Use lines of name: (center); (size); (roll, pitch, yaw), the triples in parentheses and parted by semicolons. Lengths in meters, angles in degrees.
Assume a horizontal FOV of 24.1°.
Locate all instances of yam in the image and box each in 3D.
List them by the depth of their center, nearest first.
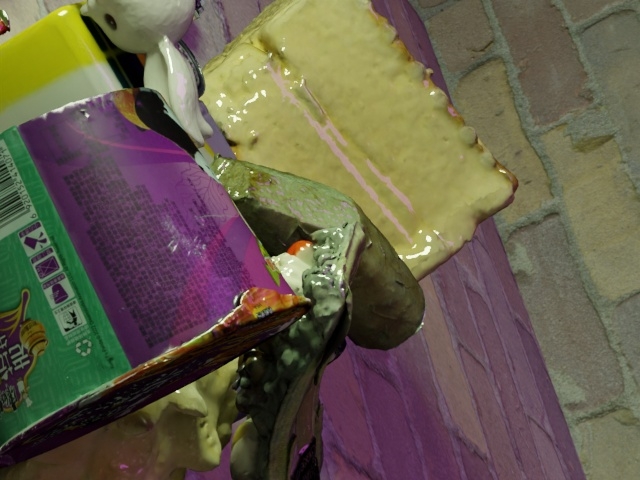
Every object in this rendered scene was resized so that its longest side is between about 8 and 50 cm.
yam: (0.000, 0.000, 1.450); (0.259, 0.106, 0.106); (49, 21, -37)

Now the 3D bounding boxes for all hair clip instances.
hair clip: (-0.031, 0.122, 1.232); (0.138, 0.091, 0.321); (-72, 174, -55)

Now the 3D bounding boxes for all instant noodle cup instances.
instant noodle cup: (-0.157, 0.019, 1.054); (0.190, 0.251, 0.251); (63, 16, 7)

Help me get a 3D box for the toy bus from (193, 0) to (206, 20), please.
toy bus: (-0.206, -0.348, 2.199); (0.052, 0.058, 0.102); (55, 13, -20)

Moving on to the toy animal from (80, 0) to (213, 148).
toy animal: (-0.161, -0.190, 1.359); (0.104, 0.131, 0.221); (173, -86, -78)

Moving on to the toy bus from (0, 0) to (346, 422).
toy bus: (-0.177, -0.008, 1.471); (0.440, 0.209, 0.249); (60, 18, -6)

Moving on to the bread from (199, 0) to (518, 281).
bread: (0.008, -0.107, 1.854); (0.371, 0.279, 0.390); (52, -6, -10)

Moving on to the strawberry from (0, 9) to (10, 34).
strawberry: (-0.368, -0.203, 1.465); (0.104, 0.048, 0.152); (43, 39, 4)

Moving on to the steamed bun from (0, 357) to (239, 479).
steamed bun: (-0.177, 0.084, 1.232); (0.292, 0.137, 0.295); (42, 62, -17)
